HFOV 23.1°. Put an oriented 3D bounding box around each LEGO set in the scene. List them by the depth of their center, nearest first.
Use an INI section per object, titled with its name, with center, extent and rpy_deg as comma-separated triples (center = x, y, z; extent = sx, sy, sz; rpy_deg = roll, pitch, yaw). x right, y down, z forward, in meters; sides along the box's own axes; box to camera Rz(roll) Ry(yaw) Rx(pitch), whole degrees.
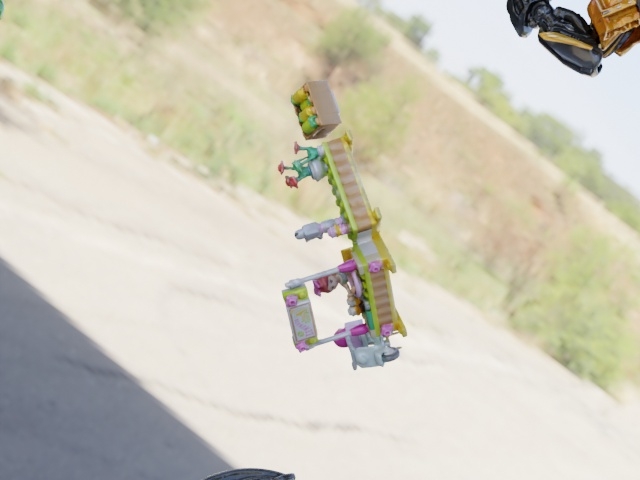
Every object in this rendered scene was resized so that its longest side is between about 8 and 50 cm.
[LEGO set]
center = 0.000, 0.000, 1.479
extent = 0.132, 0.107, 0.287
rpy_deg = -128, -158, -72

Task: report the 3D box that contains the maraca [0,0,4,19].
[maraca]
center = -0.206, -0.090, 0.707
extent = 0.099, 0.127, 0.185
rpy_deg = 34, -2, 23

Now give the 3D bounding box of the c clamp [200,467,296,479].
[c clamp]
center = -0.030, 0.242, 1.206
extent = 0.022, 0.137, 0.161
rpy_deg = 94, -30, -67

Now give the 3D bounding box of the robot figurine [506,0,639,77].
[robot figurine]
center = 0.214, -0.266, 1.177
extent = 0.085, 0.211, 0.291
rpy_deg = 54, 13, -70
